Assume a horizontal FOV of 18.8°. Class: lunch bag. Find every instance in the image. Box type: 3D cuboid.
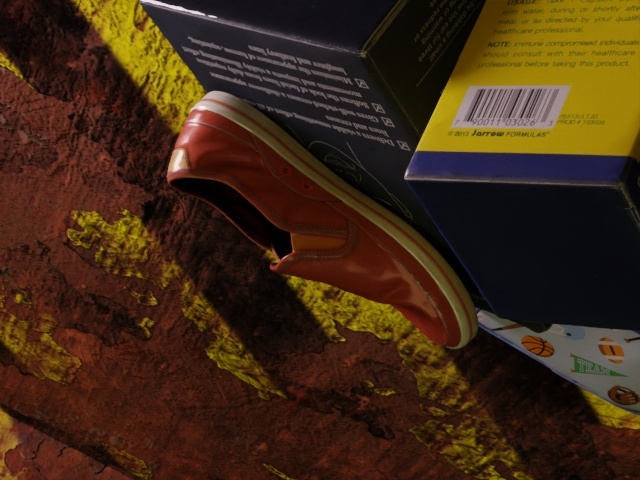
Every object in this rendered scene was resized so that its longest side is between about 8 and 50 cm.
[{"bbox_3d":[0.307,0.061,2.096,0.303,0.115,0.243,28,150,-7],"label":"lunch bag"}]

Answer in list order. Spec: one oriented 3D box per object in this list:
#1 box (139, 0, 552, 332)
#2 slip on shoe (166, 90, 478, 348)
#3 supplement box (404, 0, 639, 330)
[{"bbox_3d":[0.080,-0.140,1.765,0.293,0.212,0.395,19,155,43],"label":"box"},{"bbox_3d":[0.000,0.000,1.758,0.331,0.101,0.123,37,161,-6],"label":"slip on shoe"},{"bbox_3d":[0.247,-0.127,1.549,0.195,0.356,0.194,3,145,36],"label":"supplement box"}]
